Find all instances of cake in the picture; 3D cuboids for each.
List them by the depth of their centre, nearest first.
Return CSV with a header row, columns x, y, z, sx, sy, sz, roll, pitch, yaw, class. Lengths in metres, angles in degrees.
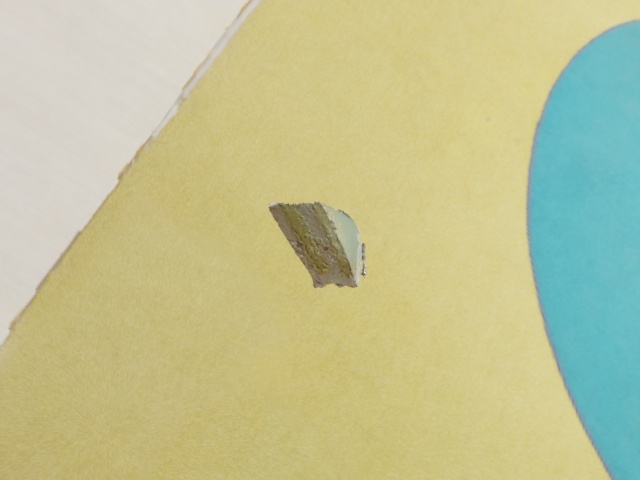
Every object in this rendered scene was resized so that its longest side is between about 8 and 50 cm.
x,y,z,sx,sy,sz,roll,pitch,yaw,class
0.000,0.000,0.474,0.052,0.121,0.065,-4,74,19,cake
